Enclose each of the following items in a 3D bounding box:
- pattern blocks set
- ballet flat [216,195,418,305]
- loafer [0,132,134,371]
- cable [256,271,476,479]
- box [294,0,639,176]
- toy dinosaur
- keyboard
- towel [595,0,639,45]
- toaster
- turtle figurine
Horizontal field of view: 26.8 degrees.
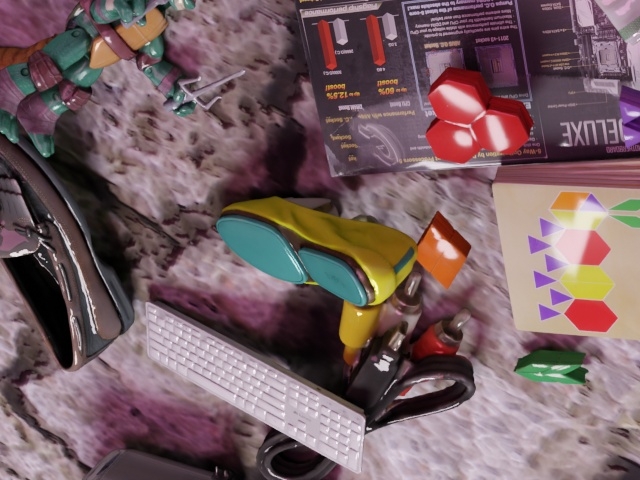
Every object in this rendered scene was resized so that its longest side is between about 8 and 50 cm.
[{"bbox_3d":[0.213,0.007,1.049,0.285,0.026,0.325,10,137,15],"label":"pattern blocks set"},{"bbox_3d":[0.000,0.000,1.148,0.231,0.077,0.077,19,142,53],"label":"ballet flat"},{"bbox_3d":[-0.259,0.008,1.219,0.096,0.084,0.268,4,135,40],"label":"loafer"},{"bbox_3d":[0.045,0.142,1.239,0.139,0.072,0.287,25,135,-7],"label":"cable"},{"bbox_3d":[0.134,-0.180,1.017,0.307,0.076,0.243,-3,113,24],"label":"box"},{"bbox_3d":[-0.313,-0.149,1.235,0.211,0.064,0.112,-2,93,15],"label":"toy dinosaur"},{"bbox_3d":[-0.065,0.134,1.247,0.256,0.014,0.072,25,126,27],"label":"keyboard"},{"bbox_3d":[0.210,-0.220,0.907,0.113,0.023,0.152,-35,98,29],"label":"towel"},{"bbox_3d":[-0.167,0.306,1.346,0.146,0.129,0.227,16,121,17],"label":"toaster"},{"bbox_3d":[-0.165,-0.164,1.126,0.234,0.175,0.118,-32,59,8],"label":"turtle figurine"}]
